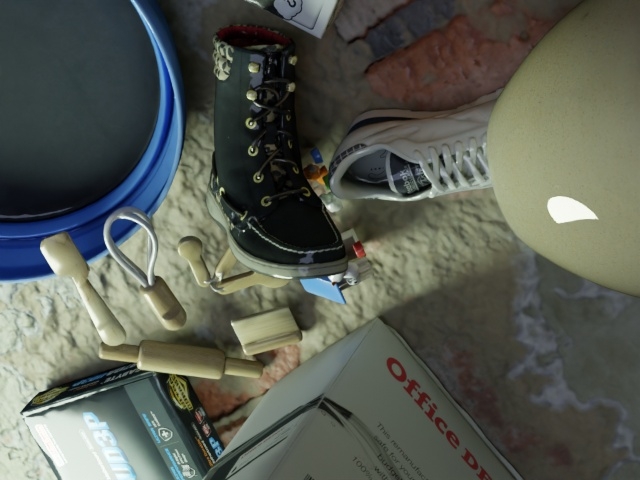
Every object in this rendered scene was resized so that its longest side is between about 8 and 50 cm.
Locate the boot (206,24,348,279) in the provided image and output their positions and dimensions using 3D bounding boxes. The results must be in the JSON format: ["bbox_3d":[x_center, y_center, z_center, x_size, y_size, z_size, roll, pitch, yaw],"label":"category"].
[{"bbox_3d":[-0.043,-0.079,1.627,0.085,0.236,0.178,-7,114,-21],"label":"boot"}]

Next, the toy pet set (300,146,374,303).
[{"bbox_3d":[0.000,0.000,1.700,0.065,0.122,0.114,-24,149,0],"label":"toy pet set"}]

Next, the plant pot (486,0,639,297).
[{"bbox_3d":[0.245,-0.073,1.476,0.191,0.284,0.284,-13,110,32],"label":"plant pot"}]

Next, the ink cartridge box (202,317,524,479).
[{"bbox_3d":[0.025,0.297,1.669,0.166,0.395,0.285,-34,100,33],"label":"ink cartridge box"}]

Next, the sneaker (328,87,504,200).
[{"bbox_3d":[0.122,-0.073,1.624,0.235,0.095,0.090,-10,109,21],"label":"sneaker"}]

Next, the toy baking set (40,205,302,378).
[{"bbox_3d":[-0.140,0.051,1.776,0.256,0.030,0.196,5,127,-7],"label":"toy baking set"}]

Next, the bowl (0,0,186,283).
[{"bbox_3d":[-0.313,-0.142,1.718,0.391,0.077,0.391,3,123,5],"label":"bowl"}]

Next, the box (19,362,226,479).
[{"bbox_3d":[-0.182,0.235,1.914,0.175,0.051,0.220,-18,108,27],"label":"box"}]

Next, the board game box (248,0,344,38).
[{"bbox_3d":[-0.028,-0.337,1.548,0.193,0.053,0.305,27,130,4],"label":"board game box"}]
